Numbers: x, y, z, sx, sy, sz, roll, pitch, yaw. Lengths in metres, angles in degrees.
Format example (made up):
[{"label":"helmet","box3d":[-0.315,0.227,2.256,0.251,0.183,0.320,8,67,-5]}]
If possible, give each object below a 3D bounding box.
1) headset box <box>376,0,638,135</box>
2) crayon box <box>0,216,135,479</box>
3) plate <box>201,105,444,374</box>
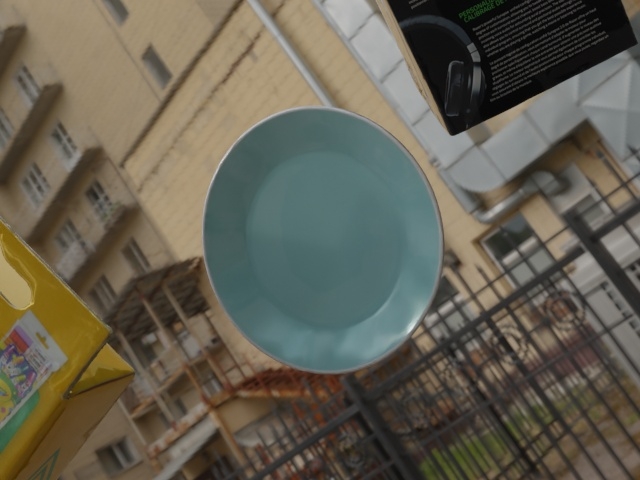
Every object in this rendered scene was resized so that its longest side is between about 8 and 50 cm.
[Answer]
[{"label":"headset box","box3d":[0.070,-0.250,0.581,0.131,0.283,0.246,-26,21,9]},{"label":"crayon box","box3d":[-0.272,0.109,0.585,0.323,0.203,0.083,-52,-14,16]},{"label":"plate","box3d":[0.000,0.000,0.595,0.188,0.188,0.024,-40,-11,26]}]
